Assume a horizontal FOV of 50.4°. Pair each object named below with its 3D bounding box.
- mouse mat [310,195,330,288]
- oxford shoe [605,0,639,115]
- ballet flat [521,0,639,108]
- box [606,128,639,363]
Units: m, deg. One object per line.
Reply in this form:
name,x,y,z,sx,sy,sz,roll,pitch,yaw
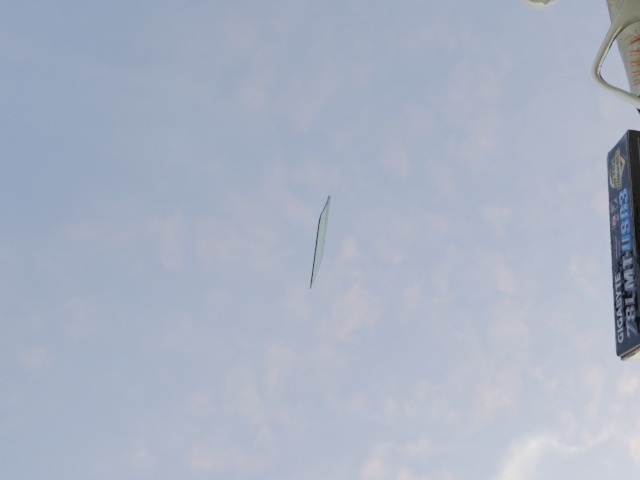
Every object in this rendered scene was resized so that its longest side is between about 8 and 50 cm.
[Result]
mouse mat,0.000,0.000,1.388,0.007,0.190,0.153,9,-72,5
oxford shoe,0.567,-0.310,1.124,0.146,0.140,0.397,-41,-76,-37
ballet flat,0.272,-0.211,0.548,0.483,0.164,0.182,48,-54,11
box,0.511,0.020,0.829,0.293,0.073,0.295,9,-116,-1
